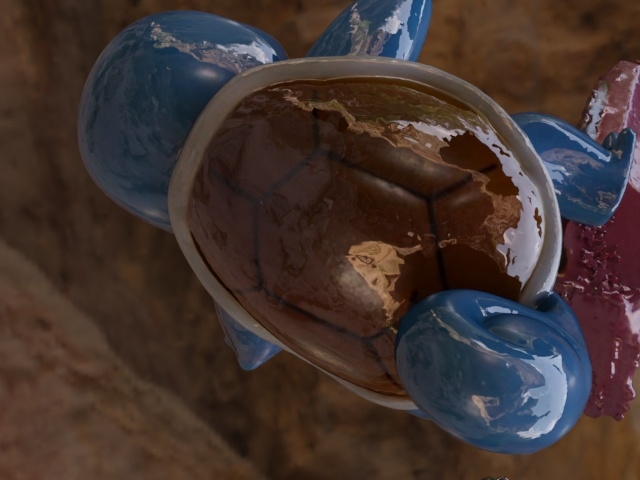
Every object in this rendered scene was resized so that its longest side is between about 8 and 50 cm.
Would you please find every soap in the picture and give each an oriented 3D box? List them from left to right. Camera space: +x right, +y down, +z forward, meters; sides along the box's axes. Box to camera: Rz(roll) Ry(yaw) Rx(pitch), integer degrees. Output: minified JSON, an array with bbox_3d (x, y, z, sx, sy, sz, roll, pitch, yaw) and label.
[{"bbox_3d":[0.235,-0.022,1.256,0.289,0.112,0.182,-63,169,-48],"label":"soap"}]

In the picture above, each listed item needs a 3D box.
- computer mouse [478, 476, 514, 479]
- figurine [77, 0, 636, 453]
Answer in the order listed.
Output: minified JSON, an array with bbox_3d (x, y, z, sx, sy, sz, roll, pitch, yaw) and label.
[{"bbox_3d":[0.166,0.347,1.753,0.073,0.122,0.217,-123,-131,-68],"label":"computer mouse"},{"bbox_3d":[0.033,0.002,0.992,0.416,0.243,0.297,38,-61,36],"label":"figurine"}]
